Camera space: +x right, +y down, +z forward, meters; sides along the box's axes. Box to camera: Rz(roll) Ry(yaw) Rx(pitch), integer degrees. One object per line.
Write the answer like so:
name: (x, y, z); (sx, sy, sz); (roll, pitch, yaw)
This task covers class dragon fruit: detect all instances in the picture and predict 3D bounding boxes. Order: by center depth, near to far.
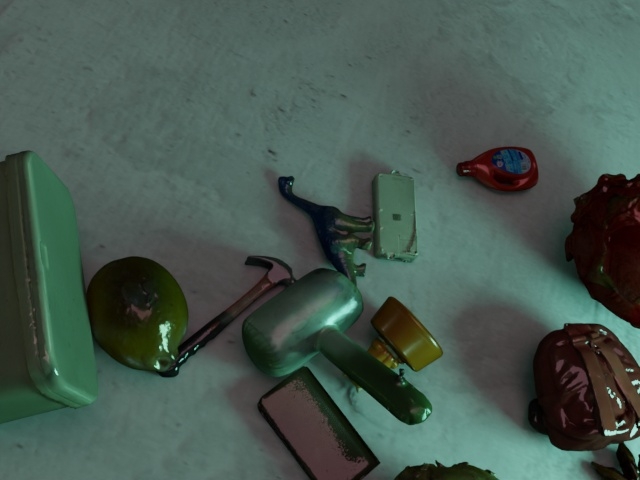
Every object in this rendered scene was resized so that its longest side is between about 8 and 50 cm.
dragon fruit: (0.606, 0.024, 1.336); (0.277, 0.277, 0.342); (-31, 69, -26)

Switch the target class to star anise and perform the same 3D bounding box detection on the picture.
star anise: (0.535, 0.420, 1.233); (0.167, 0.057, 0.168); (6, 62, -12)

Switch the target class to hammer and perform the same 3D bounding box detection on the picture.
hammer: (0.038, 0.175, 1.124); (0.206, 0.119, 0.335); (-37, 45, -22)
hammer: (-0.157, 0.129, 1.221); (0.111, 0.033, 0.287); (44, 62, 9)

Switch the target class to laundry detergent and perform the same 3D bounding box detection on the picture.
laundry detergent: (0.355, -0.142, 1.482); (0.165, 0.049, 0.097); (-6, 69, -14)

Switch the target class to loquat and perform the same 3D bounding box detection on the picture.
loquat: (-0.281, 0.116, 1.135); (0.152, 0.152, 0.195); (-21, 60, -23)

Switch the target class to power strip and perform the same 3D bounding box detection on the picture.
power strip: (0.142, -0.045, 1.384); (0.081, 0.035, 0.192); (6, 63, -12)

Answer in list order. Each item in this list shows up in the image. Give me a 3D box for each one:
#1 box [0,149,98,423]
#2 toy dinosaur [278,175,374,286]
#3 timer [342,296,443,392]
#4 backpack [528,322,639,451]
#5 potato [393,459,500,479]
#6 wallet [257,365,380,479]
box: (-0.518, 0.094, 1.023); (0.343, 0.177, 0.352); (-16, 68, 0)
toy dinosaur: (0.000, 0.000, 1.323); (0.188, 0.075, 0.248); (7, 67, 0)
timer: (0.107, 0.190, 1.223); (0.152, 0.132, 0.132); (-42, 78, -4)
backpack: (0.461, 0.245, 1.255); (0.229, 0.139, 0.229); (6, 65, -12)
potato: (0.232, 0.448, 1.098); (0.296, 0.141, 0.192); (37, 77, 5)
wallet: (-0.005, 0.308, 1.169); (0.110, 0.031, 0.198); (-33, 76, -25)
